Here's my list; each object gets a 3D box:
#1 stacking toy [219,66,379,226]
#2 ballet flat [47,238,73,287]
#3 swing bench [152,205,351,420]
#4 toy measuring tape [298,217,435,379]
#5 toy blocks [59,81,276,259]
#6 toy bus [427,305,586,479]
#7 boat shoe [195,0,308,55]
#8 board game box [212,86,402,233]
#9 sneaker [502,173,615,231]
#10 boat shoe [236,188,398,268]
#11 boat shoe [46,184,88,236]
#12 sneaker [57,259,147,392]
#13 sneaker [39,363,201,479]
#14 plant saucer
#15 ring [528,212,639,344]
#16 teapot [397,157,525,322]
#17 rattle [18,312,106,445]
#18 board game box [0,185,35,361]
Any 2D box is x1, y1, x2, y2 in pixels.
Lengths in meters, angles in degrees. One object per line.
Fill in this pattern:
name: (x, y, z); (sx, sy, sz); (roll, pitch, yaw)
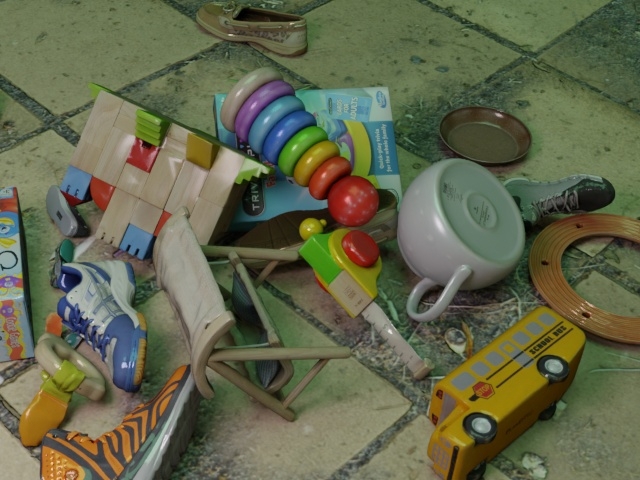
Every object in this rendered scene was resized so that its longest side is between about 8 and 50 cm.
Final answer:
stacking toy: (-0.023, -0.153, 1.803); (0.141, 0.141, 0.330); (-32, 67, -34)
ballet flat: (-0.461, 0.041, 1.817); (0.041, 0.041, 0.114); (-1, 42, -7)
swing bench: (-0.131, 0.115, 1.595); (0.254, 0.165, 0.253); (21, 29, -38)
toy measuring tape: (0.088, 0.084, 1.743); (0.330, 0.121, 0.121); (47, 53, 7)
toy blocks: (-0.298, -0.086, 1.826); (0.381, 0.261, 0.191); (26, 7, 9)
toy bus: (0.285, 0.239, 1.623); (0.332, 0.108, 0.130); (-30, 53, -33)
boat shoe: (-0.158, -0.517, 2.415); (0.285, 0.089, 0.105); (17, 44, 13)
board game box: (-0.025, -0.154, 1.954); (0.335, 0.079, 0.254); (-4, 76, -10)
sneaker: (0.434, -0.058, 1.953); (0.228, 0.086, 0.132); (-1, 34, 32)
boat shoe: (0.000, 0.000, 1.857); (0.302, 0.098, 0.109); (-19, 37, -7)
boat shoe: (-0.471, -0.051, 1.914); (0.040, 0.049, 0.142); (15, 28, -42)
sneaker: (-0.356, 0.138, 1.656); (0.130, 0.112, 0.296); (4, 30, -23)
sneaker: (-0.298, 0.287, 1.500); (0.180, 0.125, 0.321); (17, 44, 11)
plant saucer: (0.345, -0.213, 2.177); (0.198, 0.036, 0.199); (3, 42, -2)
ring: (0.547, 0.069, 1.895); (0.336, 0.032, 0.337); (4, 43, -3)
teapot: (0.226, -0.006, 1.839); (0.256, 0.187, 0.253); (-15, 73, -45)
rattle: (-0.426, 0.217, 1.633); (0.130, 0.143, 0.199); (15, 14, -40)
board game box: (-0.560, 0.056, 1.709); (0.142, 0.144, 0.275); (-8, 43, -13)
